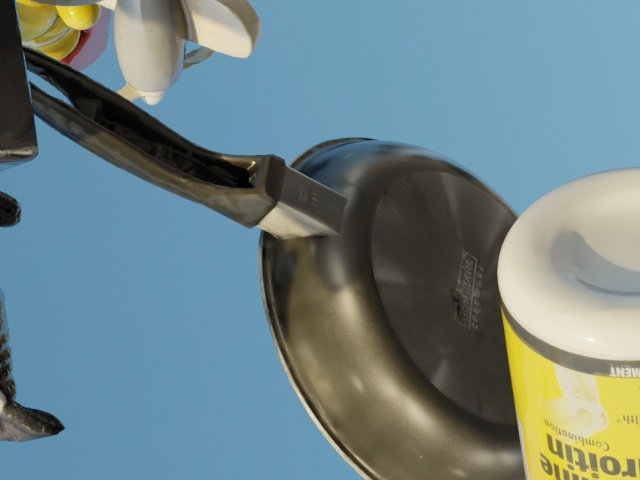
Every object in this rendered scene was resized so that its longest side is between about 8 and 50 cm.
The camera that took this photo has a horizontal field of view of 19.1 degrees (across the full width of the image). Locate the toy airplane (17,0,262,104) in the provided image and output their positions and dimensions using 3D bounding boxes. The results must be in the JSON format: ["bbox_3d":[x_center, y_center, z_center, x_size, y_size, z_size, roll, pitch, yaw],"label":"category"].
[{"bbox_3d":[-0.283,-0.263,1.731,0.384,0.386,0.272,36,-106,-31],"label":"toy airplane"}]

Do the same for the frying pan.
[{"bbox_3d":[0.014,-0.013,0.878,0.326,0.053,0.197,50,-140,-10],"label":"frying pan"}]

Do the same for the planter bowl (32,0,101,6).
[{"bbox_3d":[-0.097,-0.162,0.767,0.162,0.109,0.162,13,-125,-20],"label":"planter bowl"}]

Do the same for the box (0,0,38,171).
[{"bbox_3d":[-0.317,-0.069,0.609,0.312,0.343,0.179,-5,-96,-39],"label":"box"}]

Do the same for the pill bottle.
[{"bbox_3d":[0.128,0.070,0.736,0.103,0.103,0.184,-53,-37,-40],"label":"pill bottle"}]

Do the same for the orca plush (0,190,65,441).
[{"bbox_3d":[-0.249,0.013,1.369,0.102,0.151,0.287,-32,-75,-15],"label":"orca plush"}]
